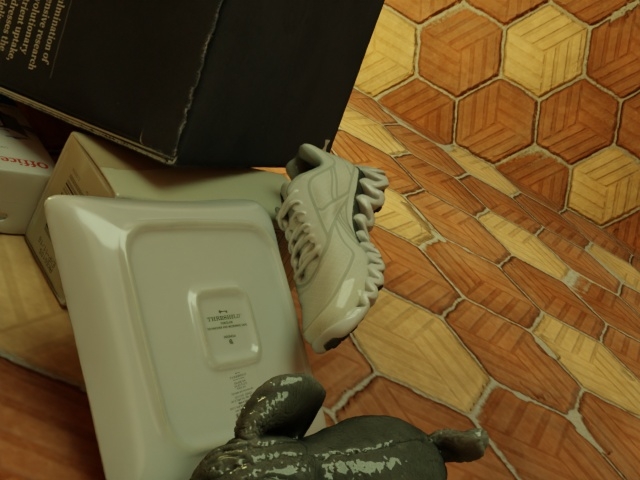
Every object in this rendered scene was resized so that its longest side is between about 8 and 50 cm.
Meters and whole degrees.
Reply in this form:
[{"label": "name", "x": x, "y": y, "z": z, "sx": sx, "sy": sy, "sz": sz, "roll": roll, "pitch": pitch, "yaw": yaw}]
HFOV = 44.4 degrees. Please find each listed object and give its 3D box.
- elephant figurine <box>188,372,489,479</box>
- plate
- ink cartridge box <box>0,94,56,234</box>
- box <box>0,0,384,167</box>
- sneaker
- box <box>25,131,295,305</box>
[{"label": "elephant figurine", "x": -0.023, "y": 0.192, "z": 0.590, "sx": 0.169, "sy": 0.186, "sz": 0.239, "roll": 6, "pitch": -17, "yaw": 46}, {"label": "plate", "x": -0.099, "y": 0.084, "z": 0.723, "sx": 0.277, "sy": 0.045, "sz": 0.278, "roll": -1, "pitch": 73, "yaw": -55}, {"label": "ink cartridge box", "x": -0.387, "y": -0.098, "z": 0.854, "sx": 0.139, "sy": 0.082, "sz": 0.191, "roll": 6, "pitch": 33, "yaw": -48}, {"label": "box", "x": -0.226, "y": -0.304, "z": 1.015, "sx": 0.471, "sy": 0.298, "sz": 0.480, "roll": 25, "pitch": 12, "yaw": 15}, {"label": "sneaker", "x": 0.000, "y": 0.000, "z": 0.846, "sx": 0.118, "sy": 0.110, "sz": 0.292, "roll": 32, "pitch": 33, "yaw": -19}, {"label": "box", "x": -0.152, "y": -0.010, "z": 0.901, "sx": 0.311, "sy": 0.148, "sz": 0.121, "roll": 8, "pitch": 32, "yaw": -48}]
